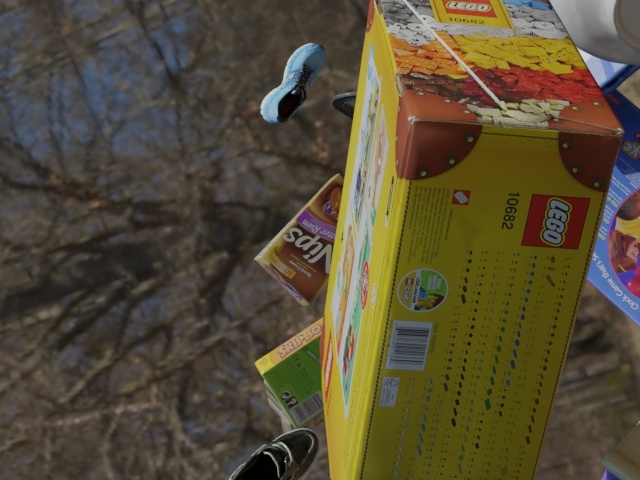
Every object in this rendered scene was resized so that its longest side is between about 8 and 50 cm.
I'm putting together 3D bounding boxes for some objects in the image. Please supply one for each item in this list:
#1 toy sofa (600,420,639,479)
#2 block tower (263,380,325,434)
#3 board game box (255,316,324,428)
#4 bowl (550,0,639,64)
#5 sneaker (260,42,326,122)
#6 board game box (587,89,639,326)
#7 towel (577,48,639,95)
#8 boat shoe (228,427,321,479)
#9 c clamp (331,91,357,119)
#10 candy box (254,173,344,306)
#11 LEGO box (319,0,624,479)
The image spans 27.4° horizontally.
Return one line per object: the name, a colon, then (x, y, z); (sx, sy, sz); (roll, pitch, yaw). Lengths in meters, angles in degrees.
toy sofa: (0.428, 0.418, 1.820); (0.177, 0.150, 0.362); (-38, -28, -28)
block tower: (0.054, 0.198, 2.218); (0.097, 0.335, 0.091); (43, 159, 27)
board game box: (0.049, 0.136, 1.739); (0.039, 0.259, 0.124); (53, 173, 49)
bowl: (0.378, -0.302, 1.465); (0.298, 0.298, 0.134); (50, -159, -41)
sneaker: (-0.035, -0.267, 2.280); (0.063, 0.162, 0.073); (30, -176, -30)
board game box: (0.453, -0.040, 1.893); (0.347, 0.233, 0.078); (44, -170, 13)
towel: (0.352, -0.317, 1.825); (0.034, 0.209, 0.285); (11, -127, -35)
boat shoe: (-0.070, 0.350, 2.016); (0.078, 0.070, 0.219); (43, -133, 13)
c clamp: (0.102, -0.205, 2.078); (0.160, 0.137, 0.022); (23, -110, -37)
candy box: (0.000, 0.000, 2.037); (0.109, 0.187, 0.053); (44, 166, -6)
LEGO box: (0.128, 0.022, 1.375); (0.372, 0.193, 0.500); (-95, 11, -59)
